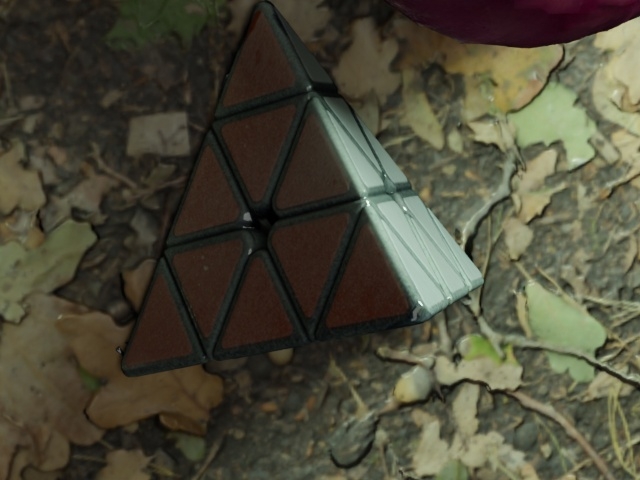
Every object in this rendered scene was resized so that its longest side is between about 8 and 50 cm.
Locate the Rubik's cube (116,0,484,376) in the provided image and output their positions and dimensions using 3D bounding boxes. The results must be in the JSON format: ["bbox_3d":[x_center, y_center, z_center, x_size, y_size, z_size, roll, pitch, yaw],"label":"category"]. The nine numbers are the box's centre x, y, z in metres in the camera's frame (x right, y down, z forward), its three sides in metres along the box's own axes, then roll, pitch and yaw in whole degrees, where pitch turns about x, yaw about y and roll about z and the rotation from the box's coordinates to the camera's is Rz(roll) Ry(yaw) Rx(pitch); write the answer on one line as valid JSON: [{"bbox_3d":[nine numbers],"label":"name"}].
[{"bbox_3d":[-0.002,0.000,1.461,0.233,0.229,0.228,23,53,10],"label":"Rubik's cube"}]

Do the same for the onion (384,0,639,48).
[{"bbox_3d":[0.158,-0.291,1.357,0.358,0.345,0.358,-10,143,-8],"label":"onion"}]
